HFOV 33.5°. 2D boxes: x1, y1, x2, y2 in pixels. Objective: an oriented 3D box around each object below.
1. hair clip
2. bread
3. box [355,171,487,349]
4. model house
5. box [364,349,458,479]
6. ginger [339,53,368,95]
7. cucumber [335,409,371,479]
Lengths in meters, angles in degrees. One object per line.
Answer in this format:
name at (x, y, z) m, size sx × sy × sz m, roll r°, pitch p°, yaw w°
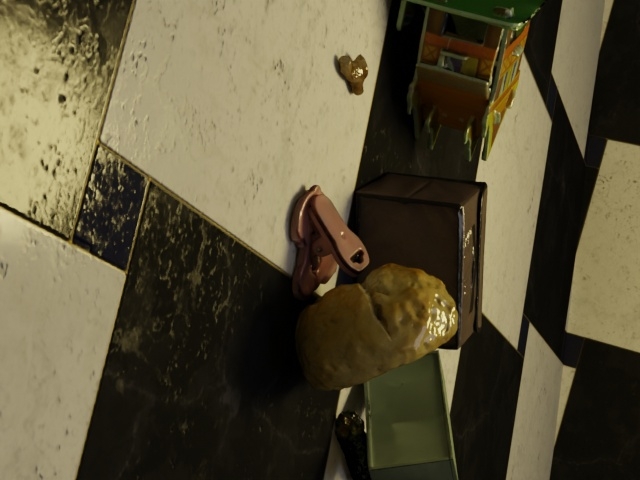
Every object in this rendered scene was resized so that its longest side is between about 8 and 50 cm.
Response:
hair clip at (-0.009, 0.004, 1.502) m, size 0.138 × 0.102 × 0.123 m, roll 54°, pitch 33°, yaw -9°
bread at (0.070, 0.113, 1.482) m, size 0.134 × 0.244 × 0.244 m, roll 63°, pitch 26°, yaw 1°
box at (0.162, 0.032, 1.716) m, size 0.153 × 0.188 × 0.252 m, roll -29°, pitch 124°, yaw -65°
model house at (0.251, -0.320, 1.874) m, size 0.358 × 0.242 × 0.313 m, roll -51°, pitch 156°, yaw -55°
box at (0.142, 0.292, 1.695) m, size 0.225 × 0.129 × 0.086 m, roll -90°, pitch 169°, yaw -50°
ginger at (0.055, -0.254, 1.588) m, size 0.097 × 0.030 × 0.048 m, roll 51°, pitch 51°, yaw -61°
cucumber at (0.059, 0.342, 1.715) m, size 0.181 × 0.053 × 0.053 m, roll 76°, pitch 30°, yaw -43°
